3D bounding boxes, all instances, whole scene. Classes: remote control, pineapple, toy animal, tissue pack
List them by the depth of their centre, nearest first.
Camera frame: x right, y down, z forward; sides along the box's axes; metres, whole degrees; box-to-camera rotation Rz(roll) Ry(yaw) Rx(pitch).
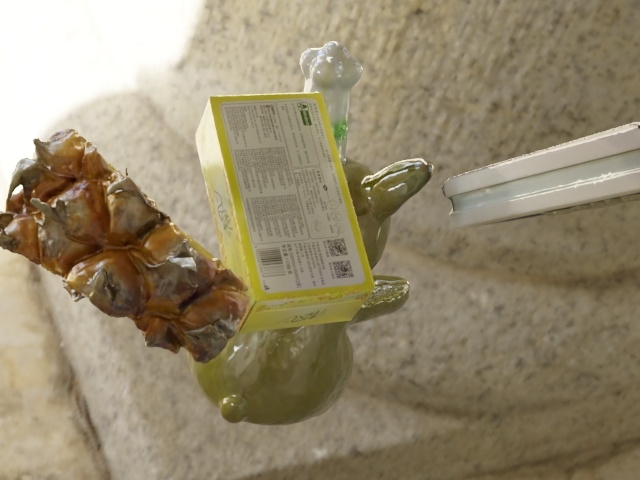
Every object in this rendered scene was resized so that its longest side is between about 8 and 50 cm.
[{"bbox_3d":[-0.095,0.012,0.608,0.137,0.116,0.069,40,87,13],"label":"pineapple"},{"bbox_3d":[-0.030,-0.024,0.933,0.095,0.062,0.176,-6,64,-20],"label":"tissue pack"},{"bbox_3d":[0.215,-0.051,0.991,0.103,0.277,0.055,-9,87,-25],"label":"remote control"},{"bbox_3d":[0.002,0.005,1.184,0.181,0.363,0.180,29,9,12],"label":"toy animal"}]
